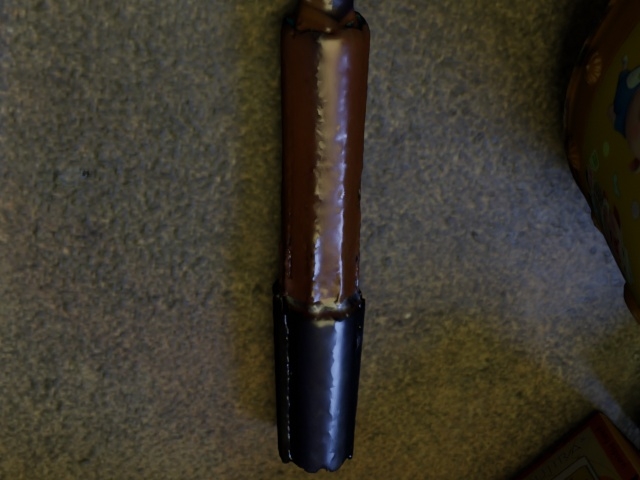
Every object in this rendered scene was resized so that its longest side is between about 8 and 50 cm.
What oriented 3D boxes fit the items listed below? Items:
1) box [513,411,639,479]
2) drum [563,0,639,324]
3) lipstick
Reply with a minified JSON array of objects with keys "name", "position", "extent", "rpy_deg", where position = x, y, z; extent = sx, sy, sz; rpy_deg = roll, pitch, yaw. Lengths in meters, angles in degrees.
[{"name":"box","position":[0.236,0.354,1.189],"extent":[0.283,0.259,0.214],"rpy_deg":[-41,115,10]},{"name":"drum","position":[0.409,-0.064,0.977],"extent":[0.431,0.214,0.431],"rpy_deg":[-7,136,-7]},{"name":"lipstick","position":[0.000,0.000,1.066],"extent":[0.077,0.077,0.418],"rpy_deg":[-3,116,-10]}]
